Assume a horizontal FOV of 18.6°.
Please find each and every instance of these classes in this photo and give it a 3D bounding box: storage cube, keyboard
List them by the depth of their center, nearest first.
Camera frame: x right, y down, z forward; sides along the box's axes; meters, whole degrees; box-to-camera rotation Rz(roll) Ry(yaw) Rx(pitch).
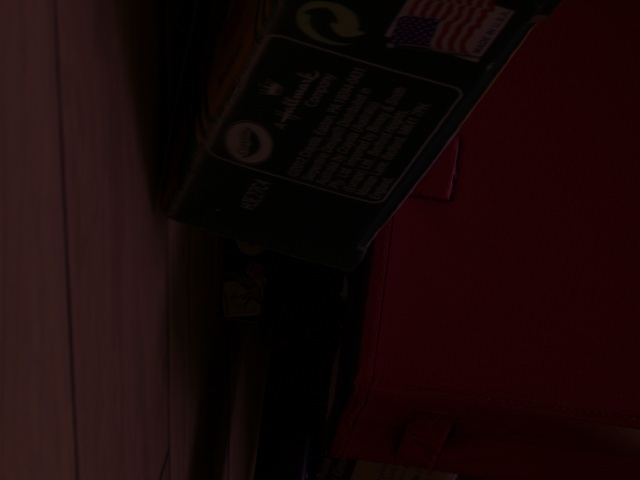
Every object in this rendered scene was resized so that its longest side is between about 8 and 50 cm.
[{"bbox_3d":[0.113,0.002,0.851,0.183,0.193,0.215,103,-4,-74],"label":"storage cube"},{"bbox_3d":[0.000,0.000,0.907,0.201,0.033,0.317,76,20,-74],"label":"keyboard"}]

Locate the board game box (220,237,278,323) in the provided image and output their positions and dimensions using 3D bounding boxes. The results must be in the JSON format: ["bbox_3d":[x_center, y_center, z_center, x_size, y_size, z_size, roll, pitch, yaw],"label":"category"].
[{"bbox_3d":[-0.014,-0.041,1.016,0.260,0.030,0.136,-40,134,-82],"label":"board game box"}]

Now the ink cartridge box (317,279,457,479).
[{"bbox_3d":[0.075,0.030,1.082,0.193,0.088,0.234,107,11,-45],"label":"ink cartridge box"}]

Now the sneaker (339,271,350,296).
[{"bbox_3d":[0.075,-0.097,1.200,0.102,0.161,0.282,-59,156,-81],"label":"sneaker"}]

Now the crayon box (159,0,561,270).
[{"bbox_3d":[0.026,-0.176,0.709,0.202,0.081,0.318,125,-22,-58],"label":"crayon box"}]

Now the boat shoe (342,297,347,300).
[{"bbox_3d":[0.041,-0.025,1.363,0.228,0.081,0.068,-89,180,-66],"label":"boat shoe"}]

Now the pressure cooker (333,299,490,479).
[{"bbox_3d":[0.161,0.238,1.368,0.375,0.370,0.420,-58,150,-70],"label":"pressure cooker"}]
